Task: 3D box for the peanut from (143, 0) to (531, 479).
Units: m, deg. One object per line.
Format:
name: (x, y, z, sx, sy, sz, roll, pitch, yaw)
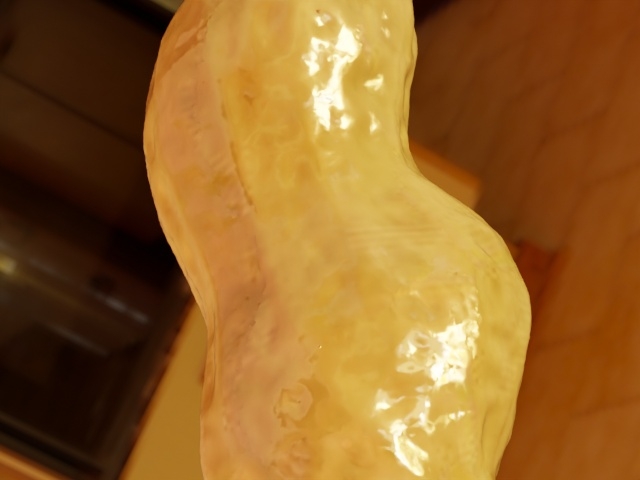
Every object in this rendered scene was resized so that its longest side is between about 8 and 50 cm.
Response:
peanut: (0.000, 0.000, 0.665, 0.101, 0.117, 0.263, 121, 138, -59)
